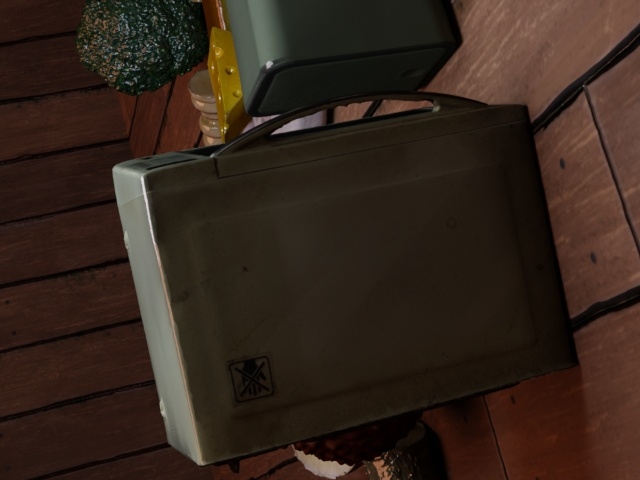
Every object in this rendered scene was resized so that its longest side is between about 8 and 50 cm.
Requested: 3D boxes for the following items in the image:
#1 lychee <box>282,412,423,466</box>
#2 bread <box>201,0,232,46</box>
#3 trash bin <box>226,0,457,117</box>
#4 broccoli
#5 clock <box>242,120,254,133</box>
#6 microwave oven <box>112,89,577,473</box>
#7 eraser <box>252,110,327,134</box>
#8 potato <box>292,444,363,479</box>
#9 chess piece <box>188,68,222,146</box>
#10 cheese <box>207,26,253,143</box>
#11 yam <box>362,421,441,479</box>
[{"bbox_3d":[0.021,0.140,1.541,0.304,0.276,0.275,-55,35,17],"label":"lychee"},{"bbox_3d":[-0.164,-0.433,2.111,0.138,0.077,0.361,-170,69,-74],"label":"bread"},{"bbox_3d":[-0.002,-0.338,1.388,0.158,0.223,0.343,136,124,-71],"label":"trash bin"},{"bbox_3d":[-0.343,-0.434,2.489,0.297,0.298,0.297,-4,-100,-68],"label":"broccoli"},{"bbox_3d":[-0.119,-0.133,2.079,0.176,0.080,0.117,-51,26,14],"label":"clock"},{"bbox_3d":[0.012,0.028,1.272,0.247,0.394,0.333,178,80,-74],"label":"microwave oven"},{"bbox_3d":[-0.045,-0.258,1.809,0.270,0.095,0.174,93,156,-45],"label":"eraser"},{"bbox_3d":[0.039,0.228,1.847,0.239,0.116,0.299,62,148,34],"label":"potato"},{"bbox_3d":[-0.201,-0.244,2.380,0.170,0.094,0.094,84,164,-46],"label":"chess piece"},{"bbox_3d":[-0.137,-0.238,1.958,0.093,0.126,0.171,106,178,-58],"label":"cheese"},{"bbox_3d":[0.118,0.341,1.679,0.107,0.107,0.183,165,90,-74],"label":"yam"}]
